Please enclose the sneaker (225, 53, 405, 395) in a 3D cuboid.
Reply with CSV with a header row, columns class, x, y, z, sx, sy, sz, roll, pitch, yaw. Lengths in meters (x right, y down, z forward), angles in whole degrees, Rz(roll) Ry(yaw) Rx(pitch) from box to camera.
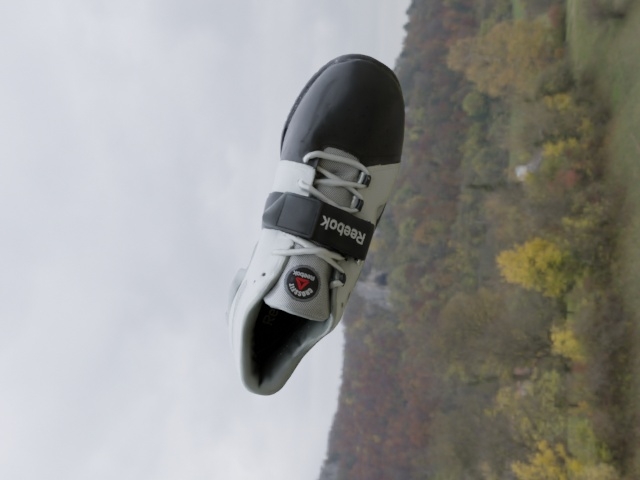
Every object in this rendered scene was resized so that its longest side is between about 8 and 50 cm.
class,x,y,z,sx,sy,sz,roll,pitch,yaw
sneaker,0.000,0.000,0.617,0.146,0.122,0.331,-101,29,-65
